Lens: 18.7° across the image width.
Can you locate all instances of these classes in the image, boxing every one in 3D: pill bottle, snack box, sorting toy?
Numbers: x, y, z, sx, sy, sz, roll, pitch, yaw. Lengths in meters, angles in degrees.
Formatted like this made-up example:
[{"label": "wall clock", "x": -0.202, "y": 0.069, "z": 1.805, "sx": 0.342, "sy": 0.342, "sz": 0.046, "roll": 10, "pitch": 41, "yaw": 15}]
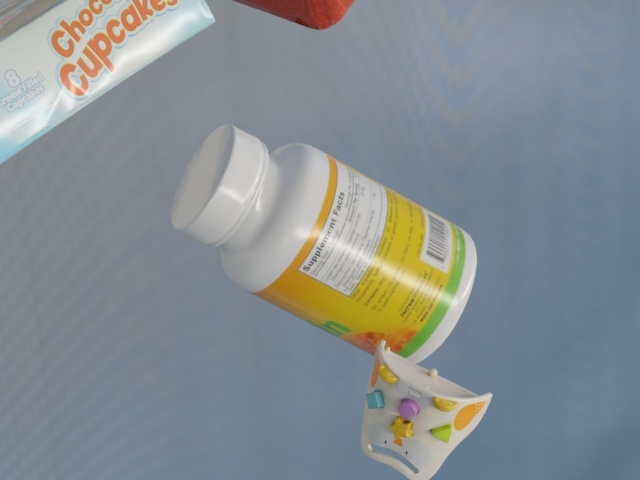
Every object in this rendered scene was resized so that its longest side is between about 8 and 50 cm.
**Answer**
[{"label": "pill bottle", "x": 0.000, "y": 0.000, "z": 1.670, "sx": 0.246, "sy": 0.136, "sz": 0.136, "roll": 28, "pitch": 65, "yaw": -22}, {"label": "snack box", "x": -0.213, "y": -0.084, "z": 1.137, "sx": 0.187, "sy": 0.322, "sz": 0.060, "roll": -38, "pitch": 106, "yaw": -26}, {"label": "sorting toy", "x": 0.059, "y": 0.120, "z": 1.285, "sx": 0.045, "sy": 0.083, "sz": 0.075, "roll": -37, "pitch": 150, "yaw": -60}]

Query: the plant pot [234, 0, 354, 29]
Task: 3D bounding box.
[{"label": "plant pot", "x": -0.060, "y": -0.351, "z": 1.362, "sx": 0.267, "sy": 0.267, "sz": 0.235, "roll": -58, "pitch": 154, "yaw": -22}]
